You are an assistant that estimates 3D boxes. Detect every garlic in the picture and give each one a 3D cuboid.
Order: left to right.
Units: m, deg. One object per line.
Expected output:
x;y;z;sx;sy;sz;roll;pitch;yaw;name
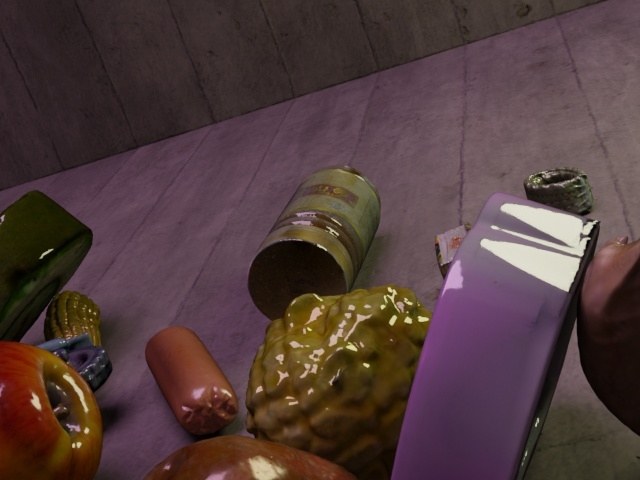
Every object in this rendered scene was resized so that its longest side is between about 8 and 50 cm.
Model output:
0.318;0.071;0.949;0.196;0.338;0.151;-24;39;44;garlic

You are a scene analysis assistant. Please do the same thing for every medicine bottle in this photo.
0.000;0.000;1.708;0.151;0.151;0.322;-14;20;19;medicine bottle

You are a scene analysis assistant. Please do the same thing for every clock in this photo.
0.166;0.130;1.021;0.102;0.338;0.338;17;33;16;clock

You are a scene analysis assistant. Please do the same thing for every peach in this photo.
-0.401;0.255;1.314;0.281;0.238;0.280;-12;65;27;peach
-0.063;0.269;0.976;0.236;0.214;0.214;-25;19;-33;peach

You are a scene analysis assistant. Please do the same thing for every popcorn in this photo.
0.033;0.174;1.158;0.206;0.251;0.237;-3;-10;19;popcorn

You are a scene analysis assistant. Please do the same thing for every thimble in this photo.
0.368;-0.073;1.670;0.110;0.062;0.084;1;27;46;thimble

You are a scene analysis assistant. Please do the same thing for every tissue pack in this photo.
0.195;0.064;1.349;0.060;0.148;0.108;-25;18;9;tissue pack

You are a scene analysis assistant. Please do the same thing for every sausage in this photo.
-0.182;0.187;1.494;0.086;0.086;0.289;-25;21;-11;sausage

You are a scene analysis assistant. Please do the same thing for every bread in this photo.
-0.530;0.089;1.779;0.366;0.129;0.382;-52;1;28;bread

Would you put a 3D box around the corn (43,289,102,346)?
-0.403;0.164;1.774;0.101;0.101;0.291;-22;23;-5;corn

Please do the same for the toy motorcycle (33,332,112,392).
-0.502;0.238;1.549;0.416;0.172;0.232;-27;17;-10;toy motorcycle
